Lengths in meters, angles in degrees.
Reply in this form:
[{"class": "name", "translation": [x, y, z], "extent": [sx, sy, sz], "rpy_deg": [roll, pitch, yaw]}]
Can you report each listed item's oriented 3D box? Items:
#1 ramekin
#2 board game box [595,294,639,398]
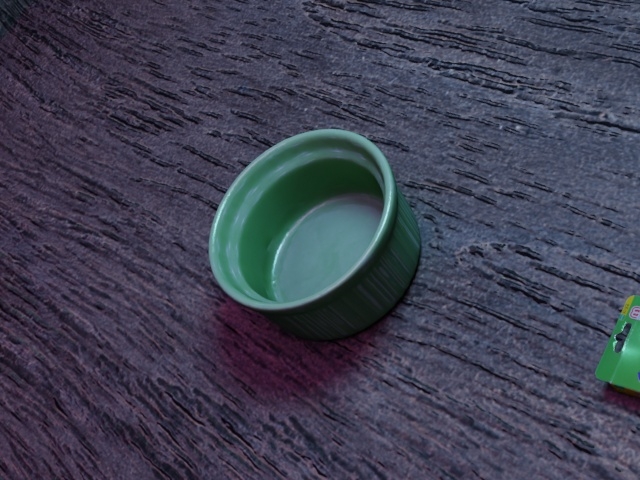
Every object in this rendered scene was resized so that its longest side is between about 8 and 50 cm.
[{"class": "ramekin", "translation": [0.000, 0.000, 1.603], "extent": [0.303, 0.148, 0.303], "rpy_deg": [-16, 53, 23]}, {"class": "board game box", "translation": [0.466, 0.150, 1.280], "extent": [0.259, 0.039, 0.124], "rpy_deg": [16, 69, 36]}]
